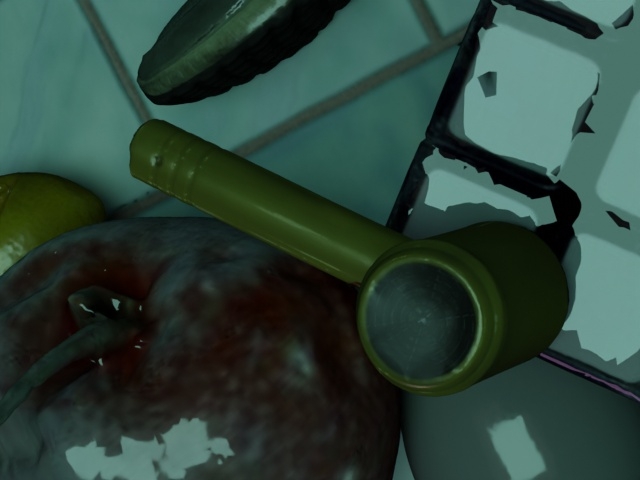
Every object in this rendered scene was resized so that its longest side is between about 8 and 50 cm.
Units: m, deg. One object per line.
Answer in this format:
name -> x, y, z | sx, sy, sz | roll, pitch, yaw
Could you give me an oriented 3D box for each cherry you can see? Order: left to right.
cherry -> -0.109, 0.138, 1.371 | 0.326, 0.291, 0.335 | 17, 140, 2

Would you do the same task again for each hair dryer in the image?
hair dryer -> 0.000, 0.000, 1.118 | 0.278, 0.135, 0.090 | 26, 106, 20

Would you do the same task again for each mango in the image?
mango -> -0.272, 0.054, 1.500 | 0.167, 0.130, 0.262 | 34, 102, -2

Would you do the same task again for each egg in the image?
egg -> 0.145, 0.130, 1.379 | 0.176, 0.176, 0.232 | -19, 92, 17

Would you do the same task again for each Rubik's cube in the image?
Rubik's cube -> 0.244, -0.070, 1.256 | 0.303, 0.305, 0.301 | 25, 106, 11

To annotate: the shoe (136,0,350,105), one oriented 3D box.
shoe -> -0.033, -0.246, 1.389 | 0.336, 0.132, 0.171 | -39, 84, 15
